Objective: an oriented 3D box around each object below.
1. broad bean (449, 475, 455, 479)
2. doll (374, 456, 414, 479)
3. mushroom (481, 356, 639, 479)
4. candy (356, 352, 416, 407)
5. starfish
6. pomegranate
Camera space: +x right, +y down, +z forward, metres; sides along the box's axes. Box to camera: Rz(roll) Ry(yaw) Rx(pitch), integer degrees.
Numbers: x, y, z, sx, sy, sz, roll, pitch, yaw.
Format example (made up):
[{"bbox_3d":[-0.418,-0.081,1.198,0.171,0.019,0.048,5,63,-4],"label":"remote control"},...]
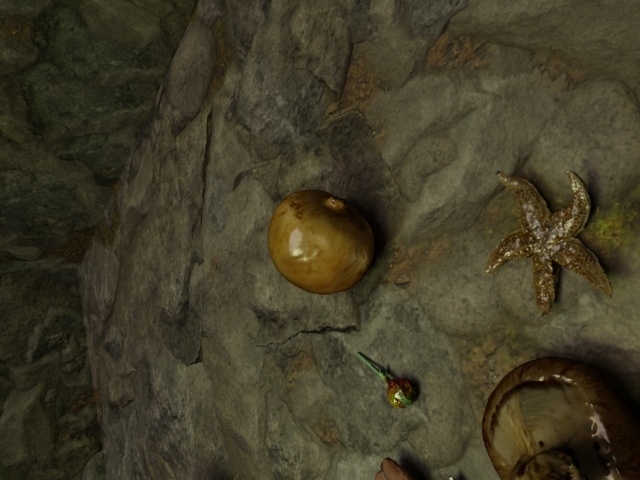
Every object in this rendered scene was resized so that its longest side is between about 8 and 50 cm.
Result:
[{"bbox_3d":[0.310,0.548,0.888,0.325,0.067,0.075,56,145,40],"label":"broad bean"},{"bbox_3d":[0.167,0.570,0.994,0.303,0.156,0.201,48,147,42],"label":"doll"},{"bbox_3d":[0.338,0.308,0.777,0.267,0.254,0.267,-54,23,35],"label":"mushroom"},{"bbox_3d":[0.133,0.293,1.146,0.201,0.060,0.061,34,115,55],"label":"candy"},{"bbox_3d":[0.358,0.003,0.860,0.236,0.062,0.277,-57,50,34],"label":"starfish"},{"bbox_3d":[0.000,0.000,1.170,0.248,0.248,0.249,-3,86,51],"label":"pomegranate"}]
